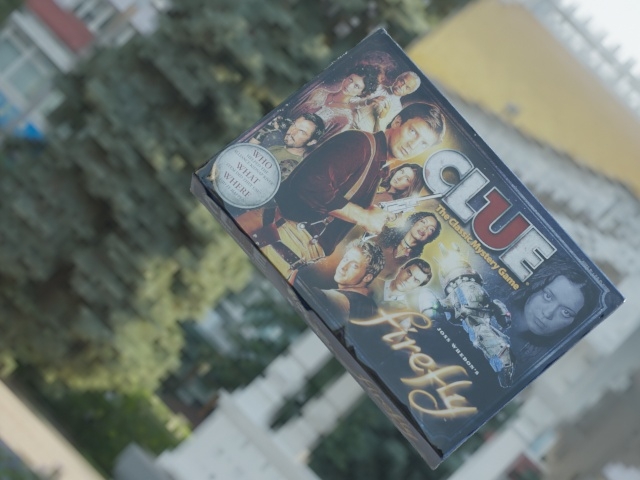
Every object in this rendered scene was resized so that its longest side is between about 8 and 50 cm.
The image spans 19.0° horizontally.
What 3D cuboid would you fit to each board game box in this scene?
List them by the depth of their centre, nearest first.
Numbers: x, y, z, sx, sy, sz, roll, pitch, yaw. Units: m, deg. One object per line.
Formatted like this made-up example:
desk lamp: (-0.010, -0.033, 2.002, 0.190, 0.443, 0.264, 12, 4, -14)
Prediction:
board game box: (0.056, 0.002, 1.240, 0.243, 0.165, 0.042, 48, -15, 8)
